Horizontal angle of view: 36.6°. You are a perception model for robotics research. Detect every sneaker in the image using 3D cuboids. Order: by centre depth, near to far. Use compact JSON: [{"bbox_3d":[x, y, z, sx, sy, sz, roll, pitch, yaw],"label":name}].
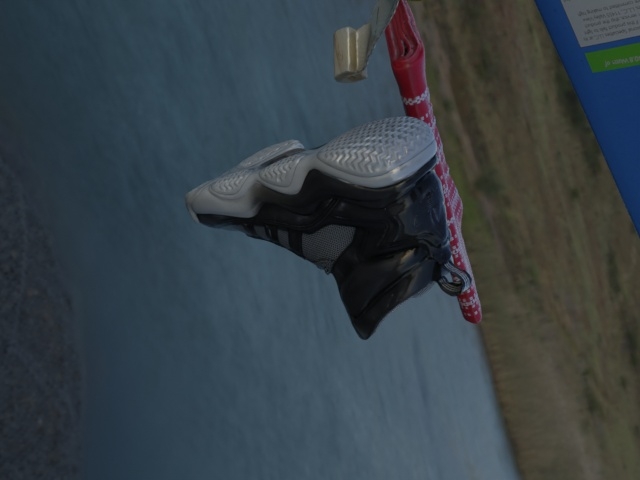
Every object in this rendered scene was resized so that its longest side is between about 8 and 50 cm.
[{"bbox_3d":[0.000,0.000,0.765,0.101,0.268,0.153,-34,107,-38],"label":"sneaker"}]

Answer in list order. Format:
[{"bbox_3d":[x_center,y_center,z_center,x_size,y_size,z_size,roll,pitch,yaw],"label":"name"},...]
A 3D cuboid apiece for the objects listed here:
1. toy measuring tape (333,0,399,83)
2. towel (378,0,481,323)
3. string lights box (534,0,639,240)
[{"bbox_3d":[0.009,-0.171,0.534,0.330,0.121,0.121,130,-52,-72],"label":"toy measuring tape"},{"bbox_3d":[0.104,-0.085,0.896,0.199,0.031,0.275,-90,164,-57],"label":"towel"},{"bbox_3d":[0.183,-0.045,0.363,0.077,0.133,0.260,-51,121,-35],"label":"string lights box"}]
